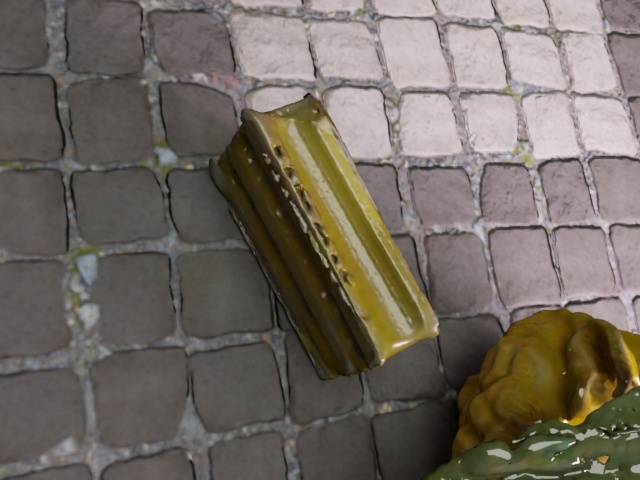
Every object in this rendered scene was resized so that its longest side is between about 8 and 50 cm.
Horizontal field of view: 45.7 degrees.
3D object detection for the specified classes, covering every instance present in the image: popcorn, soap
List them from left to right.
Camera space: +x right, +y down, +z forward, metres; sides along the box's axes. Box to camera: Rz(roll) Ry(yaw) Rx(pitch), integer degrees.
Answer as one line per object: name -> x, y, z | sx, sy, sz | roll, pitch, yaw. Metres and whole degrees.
soap -> -0.001, 0.001, 0.655 | 0.076, 0.135, 0.233 | -28, 86, -27
popcorn -> 0.230, 0.177, 0.671 | 0.250, 0.190, 0.250 | 10, 65, -23

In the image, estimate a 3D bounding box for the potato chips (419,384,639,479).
potato chips -> 0.213, 0.297, 0.497 | 0.389, 0.097, 0.373 | -26, 90, -12
